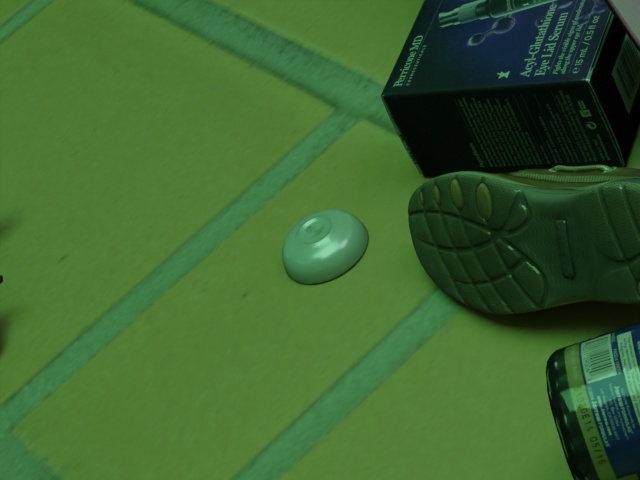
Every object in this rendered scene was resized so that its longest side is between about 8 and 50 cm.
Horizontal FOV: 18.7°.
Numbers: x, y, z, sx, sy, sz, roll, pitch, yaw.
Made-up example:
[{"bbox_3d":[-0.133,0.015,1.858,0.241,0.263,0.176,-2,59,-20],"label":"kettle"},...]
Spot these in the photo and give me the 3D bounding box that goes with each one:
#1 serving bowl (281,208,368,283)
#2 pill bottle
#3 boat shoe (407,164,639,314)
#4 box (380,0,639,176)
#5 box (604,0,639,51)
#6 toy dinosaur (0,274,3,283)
[{"bbox_3d":[0.000,0.000,1.758,0.083,0.027,0.083,-18,39,16],"label":"serving bowl"},{"bbox_3d":[0.281,0.105,1.384,0.219,0.123,0.123,-19,39,14],"label":"pill bottle"},{"bbox_3d":[0.205,-0.005,1.581,0.116,0.123,0.324,-15,15,-39],"label":"boat shoe"},{"bbox_3d":[0.181,-0.149,1.741,0.207,0.108,0.153,-2,46,30],"label":"box"},{"bbox_3d":[0.380,-0.188,1.560,0.243,0.117,0.213,-33,54,10],"label":"box"},{"bbox_3d":[-0.429,0.056,1.887,0.218,0.164,0.322,-5,64,51],"label":"toy dinosaur"}]
